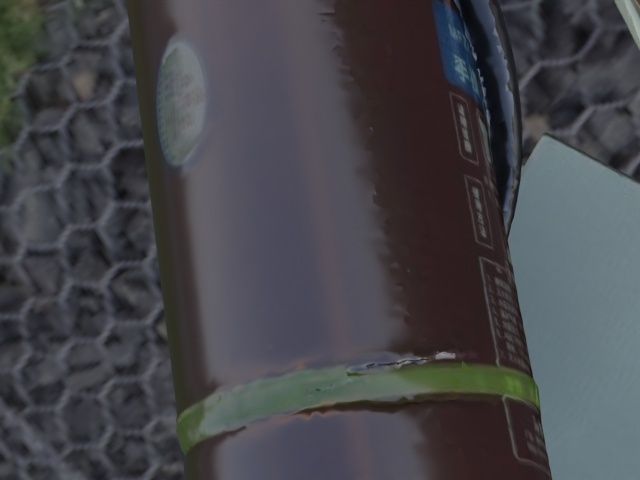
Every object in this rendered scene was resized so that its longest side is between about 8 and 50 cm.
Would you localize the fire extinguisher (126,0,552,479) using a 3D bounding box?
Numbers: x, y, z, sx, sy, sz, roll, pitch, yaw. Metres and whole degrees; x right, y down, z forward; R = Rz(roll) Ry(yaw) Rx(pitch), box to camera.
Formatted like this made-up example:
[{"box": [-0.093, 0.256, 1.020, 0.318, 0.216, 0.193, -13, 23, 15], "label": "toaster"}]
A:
[{"box": [0.000, 0.000, 0.529, 0.141, 0.105, 0.341, 135, 132, -55], "label": "fire extinguisher"}]

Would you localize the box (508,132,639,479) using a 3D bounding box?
[{"box": [0.068, 0.106, 0.745, 0.117, 0.225, 0.225, 29, 79, 7], "label": "box"}]

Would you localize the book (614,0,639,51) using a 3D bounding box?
[{"box": [0.278, -0.101, 1.064, 0.310, 0.217, 0.021, 63, 152, 1], "label": "book"}]
